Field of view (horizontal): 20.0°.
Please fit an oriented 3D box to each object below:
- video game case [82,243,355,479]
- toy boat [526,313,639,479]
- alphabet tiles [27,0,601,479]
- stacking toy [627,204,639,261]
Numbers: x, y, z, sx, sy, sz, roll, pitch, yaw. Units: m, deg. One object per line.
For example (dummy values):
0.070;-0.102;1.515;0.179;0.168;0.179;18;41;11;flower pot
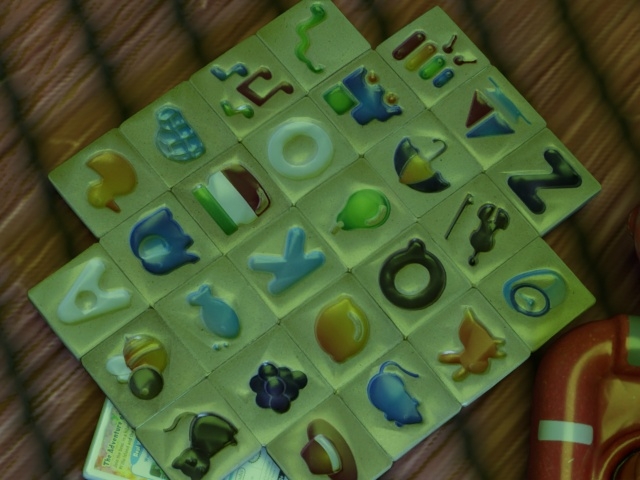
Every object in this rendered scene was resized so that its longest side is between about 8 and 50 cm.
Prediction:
-0.059;0.095;1.147;0.143;0.019;0.157;16;74;0;video game case
0.205;0.151;1.086;0.151;0.151;0.231;6;74;-3;toy boat
0.000;0.000;1.161;0.342;0.011;0.285;-36;75;-17;alphabet tiles
0.318;0.088;1.082;0.130;0.279;0.309;-37;39;23;stacking toy
